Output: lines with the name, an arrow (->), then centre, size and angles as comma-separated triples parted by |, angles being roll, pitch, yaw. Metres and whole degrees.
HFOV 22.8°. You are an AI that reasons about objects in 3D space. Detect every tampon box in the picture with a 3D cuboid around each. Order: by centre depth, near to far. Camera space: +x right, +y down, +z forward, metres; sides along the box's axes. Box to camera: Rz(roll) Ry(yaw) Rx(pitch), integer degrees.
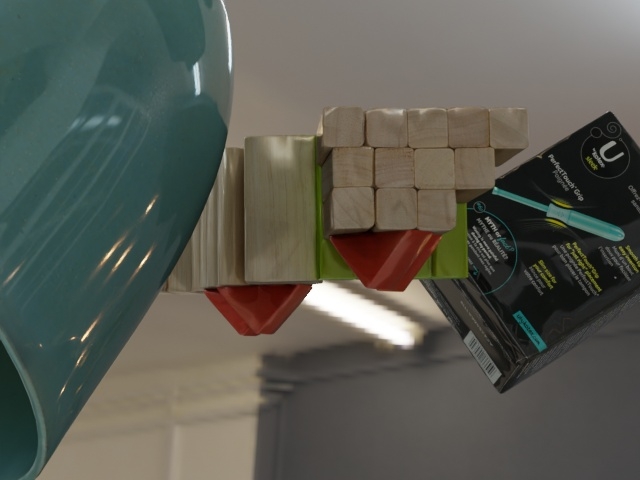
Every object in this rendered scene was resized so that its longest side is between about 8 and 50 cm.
tampon box -> 0.167, 0.009, 1.129 | 0.161, 0.120, 0.101 | -30, -13, -15

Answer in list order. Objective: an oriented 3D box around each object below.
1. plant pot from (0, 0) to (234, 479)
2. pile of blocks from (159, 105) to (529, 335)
plant pot -> -0.179, -0.063, 0.773 | 0.293, 0.235, 0.293 | 26, -33, 19
pile of blocks -> 0.000, 0.000, 0.944 | 0.149, 0.113, 0.362 | 2, -5, -28
